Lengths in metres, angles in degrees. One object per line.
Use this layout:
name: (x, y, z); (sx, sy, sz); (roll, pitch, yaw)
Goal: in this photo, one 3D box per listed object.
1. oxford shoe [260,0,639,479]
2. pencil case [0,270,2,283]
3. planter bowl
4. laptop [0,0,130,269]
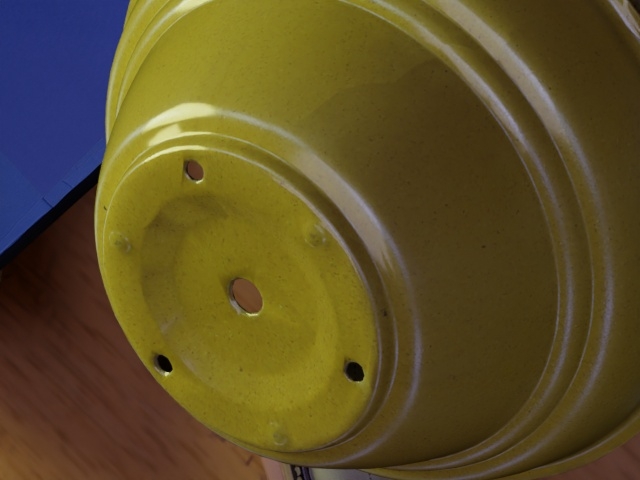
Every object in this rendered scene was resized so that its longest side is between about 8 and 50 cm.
oxford shoe: (0.077, 0.012, 0.687); (0.146, 0.140, 0.397); (35, 142, 21)
pencil case: (-0.203, -0.109, 0.835); (0.160, 0.167, 0.386); (5, 113, -10)
planter bowl: (0.000, 0.000, 0.592); (0.217, 0.090, 0.217); (18, 126, 28)
laptop: (-0.076, -0.110, 0.719); (0.264, 0.137, 0.234); (-4, 141, 37)
